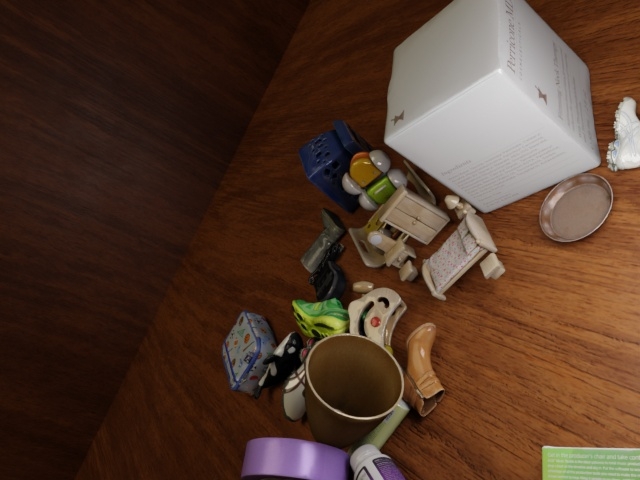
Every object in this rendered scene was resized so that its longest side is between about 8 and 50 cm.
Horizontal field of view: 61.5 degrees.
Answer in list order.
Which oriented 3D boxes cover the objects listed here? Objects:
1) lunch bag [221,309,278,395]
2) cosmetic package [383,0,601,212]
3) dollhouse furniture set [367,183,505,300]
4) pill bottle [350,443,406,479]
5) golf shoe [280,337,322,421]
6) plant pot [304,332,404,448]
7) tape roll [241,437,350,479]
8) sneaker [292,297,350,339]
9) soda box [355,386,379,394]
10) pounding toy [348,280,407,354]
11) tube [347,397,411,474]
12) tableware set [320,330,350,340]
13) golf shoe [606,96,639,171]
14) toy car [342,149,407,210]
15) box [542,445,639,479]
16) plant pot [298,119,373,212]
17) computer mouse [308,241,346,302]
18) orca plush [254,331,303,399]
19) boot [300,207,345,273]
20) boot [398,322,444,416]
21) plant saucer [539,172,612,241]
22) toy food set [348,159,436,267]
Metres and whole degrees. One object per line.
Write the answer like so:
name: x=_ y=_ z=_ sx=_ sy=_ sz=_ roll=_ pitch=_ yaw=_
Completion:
lunch bag: x=-0.279 y=0.429 z=2.044 sx=0.243 sy=0.114 sz=0.303 roll=-57 pitch=28 yaw=13
cosmetic package: x=0.410 y=-0.331 z=1.305 sx=0.327 sy=0.393 sz=0.330 roll=-26 pitch=45 yaw=46
dollhouse furniture set: x=0.263 y=0.031 z=1.398 sx=0.303 sy=0.173 sz=0.356 roll=-52 pitch=24 yaw=28
pill bottle: x=0.144 y=0.571 z=1.253 sx=0.108 sy=0.108 sz=0.193 roll=-58 pitch=29 yaw=6
golf shoe: x=-0.033 y=0.433 z=1.662 sx=0.120 sy=0.105 sz=0.273 roll=8 pitch=73 yaw=52
plant pot: x=0.056 y=0.405 z=1.338 sx=0.237 sy=0.237 sz=0.254 roll=-100 pitch=20 yaw=-48
tape roll: x=-0.063 y=0.590 z=1.393 sx=0.274 sy=0.274 sz=0.090 roll=-30 pitch=43 yaw=44
sneaker: x=0.010 y=0.240 z=1.679 sx=0.123 sy=0.110 sz=0.295 roll=-26 pitch=19 yaw=-28
soda box: x=0.113 y=0.403 z=1.485 sx=0.210 sy=0.067 sz=0.071 roll=-29 pitch=43 yaw=45
pounding toy: x=0.175 y=0.235 z=1.532 sx=0.154 sy=0.155 sz=0.270 roll=-12 pitch=60 yaw=19
tube: x=0.142 y=0.495 z=1.380 sx=0.062 sy=0.070 sz=0.240 roll=38 pitch=106 yaw=17
tableware set: x=0.035 y=0.310 z=1.640 sx=0.104 sy=0.024 sz=0.154 roll=7 pitch=42 yaw=39
golf shoe: x=0.675 y=-0.229 z=1.157 sx=0.086 sy=0.069 sz=0.176 roll=5 pitch=72 yaw=38
toy car: x=0.162 y=-0.193 z=1.628 sx=0.159 sy=0.182 sz=0.136 roll=-38 pitch=25 yaw=24
box: x=0.471 y=0.498 z=0.851 sx=0.232 sy=0.058 sz=0.322 roll=-23 pitch=48 yaw=48
plant pot: x=0.082 y=-0.283 z=1.963 sx=0.212 sy=0.236 sz=0.236 roll=-43 pitch=34 yaw=18
computer mouse: x=0.040 y=0.135 z=1.840 sx=0.189 sy=0.072 sz=0.272 roll=-55 pitch=17 yaw=17
orca plush: x=-0.128 y=0.440 z=1.807 sx=0.287 sy=0.151 sz=0.102 roll=-50 pitch=62 yaw=14
boot: x=-0.002 y=-0.001 z=2.025 sx=0.209 sy=0.076 sz=0.190 roll=-58 pitch=26 yaw=20
boot: x=0.261 y=0.317 z=1.325 sx=0.197 sy=0.072 sz=0.152 roll=-67 pitch=26 yaw=15
plant saucer: x=0.572 y=-0.069 z=1.199 sx=0.168 sy=0.029 sz=0.169 roll=-39 pitch=36 yaw=36
toy food set: x=0.216 y=-0.088 z=1.715 sx=0.306 sy=0.092 sz=0.220 roll=-50 pitch=31 yaw=18
